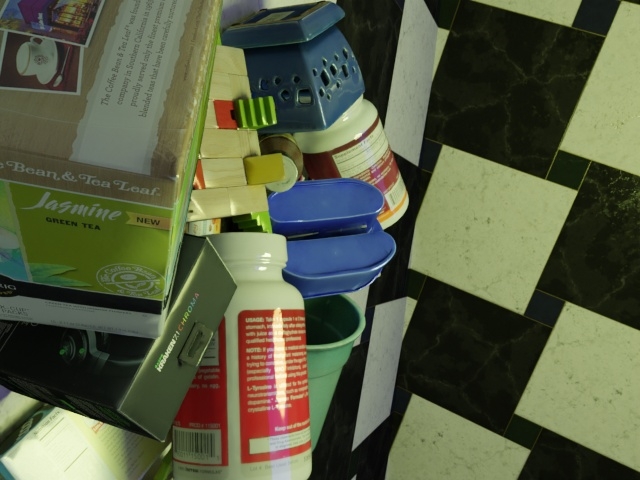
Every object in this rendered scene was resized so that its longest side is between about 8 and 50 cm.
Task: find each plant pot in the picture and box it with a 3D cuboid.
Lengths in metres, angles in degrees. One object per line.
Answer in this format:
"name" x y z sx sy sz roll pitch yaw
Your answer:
"plant pot" -0.102 0.291 1.362 0.341 0.341 0.334 -33 138 -62
"plant pot" -0.065 -0.362 1.261 0.236 0.236 0.212 -53 140 -49

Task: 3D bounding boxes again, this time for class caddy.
"caddy" 0.000 0.000 1.357 0.179 0.342 0.241 130 -48 -65

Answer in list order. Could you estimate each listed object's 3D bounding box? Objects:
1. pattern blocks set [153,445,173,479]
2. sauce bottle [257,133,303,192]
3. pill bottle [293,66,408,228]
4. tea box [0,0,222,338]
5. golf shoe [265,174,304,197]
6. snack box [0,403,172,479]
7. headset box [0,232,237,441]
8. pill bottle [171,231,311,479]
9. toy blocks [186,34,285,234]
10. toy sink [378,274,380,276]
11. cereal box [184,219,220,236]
"pattern blocks set" -0.303 0.502 1.195 0.325 0.026 0.285 -57 167 -49
"sauce bottle" -0.090 -0.165 1.250 0.344 0.112 0.111 -114 -152 -75
"pill bottle" 0.065 -0.222 1.566 0.392 0.224 0.224 63 39 -32
"tea box" -0.242 -0.116 0.659 0.323 0.220 0.328 115 -19 -55
"golf shoe" -0.057 -0.109 1.552 0.306 0.115 0.140 11 86 -70
"snack box" -0.341 0.299 0.972 0.187 0.060 0.322 61 35 -15
"headset box" -0.282 0.106 0.829 0.131 0.283 0.246 70 36 -53
"pill bottle" -0.136 0.199 1.031 0.229 0.229 0.407 19 67 -69
"toy blocks" -0.225 -0.173 0.997 0.261 0.191 0.381 -12 94 -53
"toy sink" 0.042 0.065 1.758 0.234 0.153 0.131 -12 91 -53
"cereal box" -0.265 -0.038 1.131 0.240 0.047 0.172 -19 115 -66
